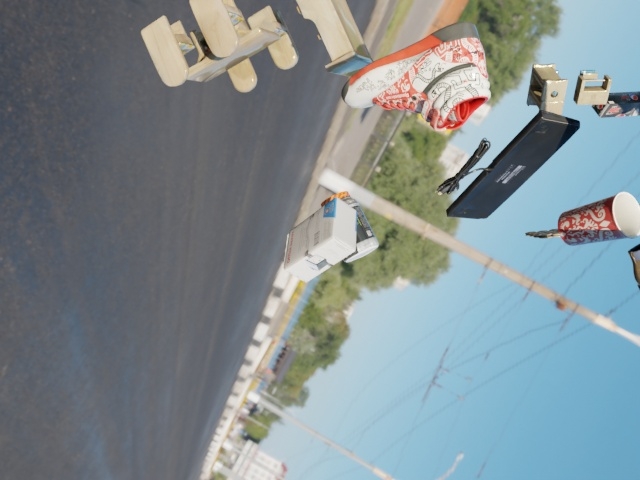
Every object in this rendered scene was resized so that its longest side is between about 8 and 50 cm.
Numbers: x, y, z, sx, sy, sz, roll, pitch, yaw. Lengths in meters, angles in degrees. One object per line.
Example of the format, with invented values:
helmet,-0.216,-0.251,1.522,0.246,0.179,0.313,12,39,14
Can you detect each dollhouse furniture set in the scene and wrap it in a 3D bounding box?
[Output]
dollhouse furniture set,-0.120,-0.432,1.569,0.394,0.256,0.362,-24,-179,21
dollhouse furniture set,0.704,-0.421,1.960,0.129,0.184,0.129,-91,180,-55

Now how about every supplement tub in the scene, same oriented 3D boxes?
supplement tub,0.082,-0.042,2.020,0.117,0.190,0.117,-25,171,-4

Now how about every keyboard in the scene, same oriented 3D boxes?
keyboard,0.356,-0.148,1.395,0.317,0.202,0.033,-53,-135,43

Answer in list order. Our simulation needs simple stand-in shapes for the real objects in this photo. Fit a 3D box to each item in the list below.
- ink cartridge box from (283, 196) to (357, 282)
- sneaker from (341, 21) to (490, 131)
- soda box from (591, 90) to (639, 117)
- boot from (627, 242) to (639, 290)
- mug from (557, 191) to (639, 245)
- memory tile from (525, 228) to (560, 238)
ink cartridge box,0.000,0.000,1.749,0.191,0.082,0.139,-36,-145,38
sneaker,0.155,-0.240,1.148,0.270,0.145,0.090,-21,168,36
soda box,0.926,-0.419,2.117,0.060,0.169,0.053,110,-33,-49
boot,0.772,0.025,1.480,0.219,0.106,0.082,-30,-172,-2
mug,0.695,-0.043,1.693,0.169,0.150,0.113,-19,-110,55
memory tile,0.672,-0.021,2.010,0.148,0.113,0.012,-125,-152,-85
